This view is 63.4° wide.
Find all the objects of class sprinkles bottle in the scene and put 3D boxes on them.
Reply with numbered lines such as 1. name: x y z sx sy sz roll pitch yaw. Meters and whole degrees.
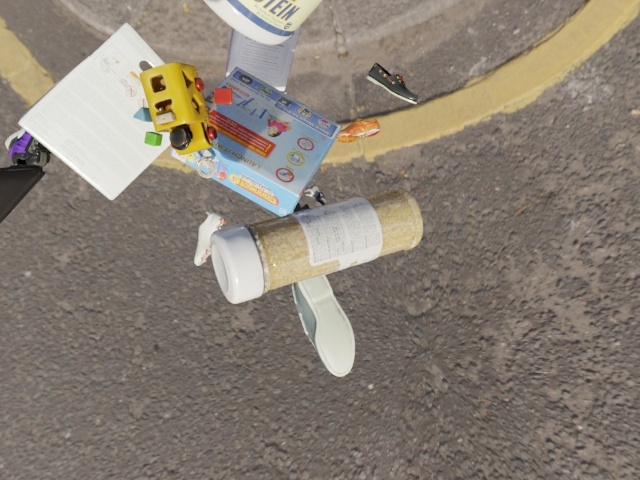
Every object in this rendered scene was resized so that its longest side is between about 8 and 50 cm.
1. sprinkles bottle: 0.000 0.000 0.877 0.355 0.121 0.121 -16 73 -23

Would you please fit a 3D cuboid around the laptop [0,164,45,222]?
1. laptop: -0.502 -0.034 0.336 0.382 0.408 0.236 -30 27 32

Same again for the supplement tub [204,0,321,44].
1. supplement tub: -0.047 -0.515 0.841 0.325 0.235 0.235 -37 71 31

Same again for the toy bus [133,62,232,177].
1. toy bus: -0.281 -0.245 1.016 0.202 0.104 0.191 33 108 7

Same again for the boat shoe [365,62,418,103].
1. boat shoe: 0.157 -0.336 1.107 0.133 0.049 0.042 41 113 23

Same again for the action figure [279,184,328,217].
1. action figure: -0.038 -0.076 1.640 0.164 0.141 0.276 -51 29 -20

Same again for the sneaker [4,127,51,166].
1. sneaker: -0.884 -0.311 1.641 0.293 0.102 0.146 -31 68 29

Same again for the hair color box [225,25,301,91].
1. hair color box: -0.157 -0.617 1.485 0.185 0.339 0.110 7 45 -16

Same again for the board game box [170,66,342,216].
1. board game box: -0.141 -0.240 1.229 0.308 0.086 0.302 29 48 -2

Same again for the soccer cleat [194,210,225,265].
1. soccer cleat: -0.404 -0.008 1.820 0.076 0.068 0.196 26 93 11

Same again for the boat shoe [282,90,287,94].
1. boat shoe: -0.251 -0.541 1.873 0.254 0.095 0.079 -7 117 5

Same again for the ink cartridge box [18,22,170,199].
1. ink cartridge box: -0.568 -0.352 1.440 0.385 0.308 0.091 -46 32 -5

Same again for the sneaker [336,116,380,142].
1. sneaker: 0.119 -0.380 1.777 0.175 0.064 0.067 -16 79 -20

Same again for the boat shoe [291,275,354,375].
1. boat shoe: 0.002 0.223 1.446 0.116 0.099 0.319 -16 79 -29
